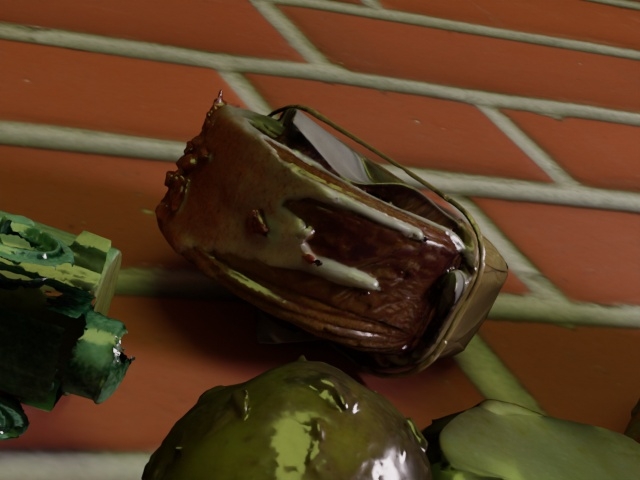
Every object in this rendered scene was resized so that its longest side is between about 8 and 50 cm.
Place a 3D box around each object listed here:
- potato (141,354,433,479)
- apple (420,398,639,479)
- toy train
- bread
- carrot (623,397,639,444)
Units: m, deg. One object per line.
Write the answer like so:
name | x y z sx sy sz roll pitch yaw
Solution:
potato | -0.019 0.166 0.595 0.113 0.251 0.149 4 -8 22
apple | 0.093 0.178 0.718 0.207 0.174 0.188 53 19 -44
toy train | -0.240 0.002 0.916 0.308 0.126 0.189 18 23 0
bread | 0.000 0.000 1.099 0.224 0.142 0.212 37 15 37
carrot | 0.244 0.127 1.003 0.139 0.138 0.302 26 32 16
